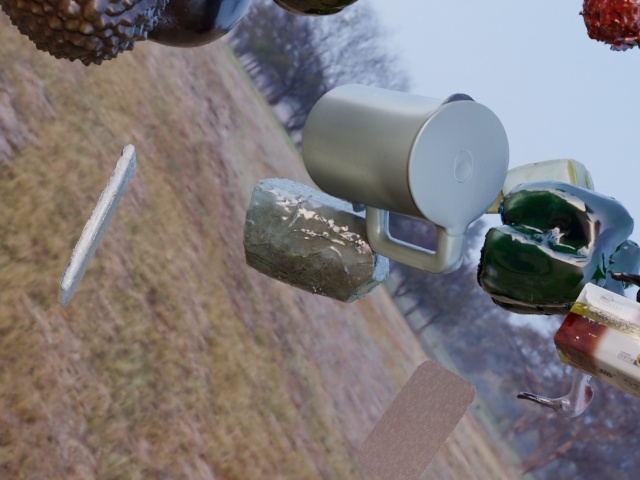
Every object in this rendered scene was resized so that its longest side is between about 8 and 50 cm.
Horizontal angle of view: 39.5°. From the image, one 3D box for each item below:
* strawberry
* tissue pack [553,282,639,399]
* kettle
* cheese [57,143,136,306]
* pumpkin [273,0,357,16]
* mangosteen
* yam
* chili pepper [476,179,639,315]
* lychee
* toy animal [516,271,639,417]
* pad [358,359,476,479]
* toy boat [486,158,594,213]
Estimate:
[{"bbox_3d":[0.465,-0.408,1.380,0.174,0.098,0.228,-149,-127,-74],"label":"strawberry"},{"bbox_3d":[0.418,0.143,1.236,0.149,0.106,0.099,24,-20,37],"label":"tissue pack"},{"bbox_3d":[0.121,-0.116,1.451,0.205,0.265,0.318,29,-4,-35],"label":"kettle"},{"bbox_3d":[-0.467,-0.038,1.884,0.085,0.034,0.400,107,0,-53],"label":"cheese"},{"bbox_3d":[0.032,-0.463,1.302,0.192,0.320,0.320,46,4,-16],"label":"pumpkin"},{"bbox_3d":[-0.274,-0.480,1.584,0.307,0.307,0.347,59,-32,-3],"label":"mangosteen"},{"bbox_3d":[-0.002,0.005,1.684,0.202,0.271,0.201,-19,122,-72],"label":"yam"},{"bbox_3d":[0.430,0.025,1.603,0.257,0.248,0.233,13,-18,41],"label":"chili pepper"},{"bbox_3d":[-0.313,-0.369,1.191,0.267,0.267,0.267,59,0,-1],"label":"lychee"},{"bbox_3d":[0.501,0.196,1.476,0.195,0.324,0.090,41,11,33],"label":"toy animal"},{"bbox_3d":[0.199,0.382,1.858,0.176,0.266,0.002,27,-14,50],"label":"pad"},{"bbox_3d":[0.507,-0.126,2.058,0.084,0.276,0.111,117,-37,-78],"label":"toy boat"}]
